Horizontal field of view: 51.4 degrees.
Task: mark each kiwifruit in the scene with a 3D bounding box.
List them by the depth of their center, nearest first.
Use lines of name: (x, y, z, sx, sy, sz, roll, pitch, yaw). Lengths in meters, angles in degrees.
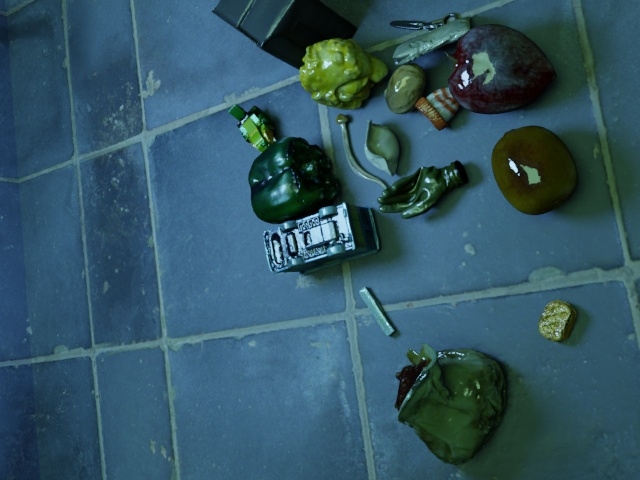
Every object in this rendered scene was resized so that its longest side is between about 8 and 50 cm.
kiwifruit: (0.544, -0.186, 1.715, 0.196, 0.196, 0.234, -38, 71, 24)

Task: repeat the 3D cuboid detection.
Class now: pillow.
pillow: (0.318, -0.567, 1.885, 0.229, 0.148, 0.050, -17, 121, 19)

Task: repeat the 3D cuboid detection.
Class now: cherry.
cherry: (0.469, -0.448, 1.765, 0.300, 0.203, 0.230, 12, 88, 15)

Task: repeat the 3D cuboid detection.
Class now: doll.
doll: (-0.210, -0.365, 2.215, 0.106, 0.134, 0.186, -40, 74, 21)

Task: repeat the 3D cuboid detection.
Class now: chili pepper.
chili pepper: (-0.094, -0.173, 2.091, 0.256, 0.233, 0.249, -25, 59, 37)

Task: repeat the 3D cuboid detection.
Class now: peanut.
peanut: (0.250, -0.442, 1.934, 0.109, 0.159, 0.141, 12, 76, -7)

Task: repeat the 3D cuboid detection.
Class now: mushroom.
mushroom: (0.117, -0.260, 2.070, 0.068, 0.043, 0.306, -45, 66, 49)

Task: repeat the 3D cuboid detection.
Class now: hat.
hat: (0.364, -0.401, 1.896, 0.162, 0.093, 0.112, -41, 90, 16)

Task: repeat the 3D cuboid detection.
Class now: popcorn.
popcorn: (0.068, -0.514, 2.012, 0.266, 0.233, 0.192, 0, 56, -4)

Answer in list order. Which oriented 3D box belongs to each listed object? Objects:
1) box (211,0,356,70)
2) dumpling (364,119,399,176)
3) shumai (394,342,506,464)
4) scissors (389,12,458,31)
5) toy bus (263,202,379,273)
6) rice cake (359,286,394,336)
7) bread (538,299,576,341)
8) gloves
box: (-0.105, -0.678, 2.049, 0.251, 0.345, 0.204, 43, 107, 27)
dumpling: (0.174, -0.276, 1.976, 0.099, 0.134, 0.169, 2, 91, 31)
shumai: (0.311, 0.441, 1.762, 0.292, 0.288, 0.330, 7, 89, 30)
scissors: (0.304, -0.640, 1.987, 0.220, 0.017, 0.088, 17, 97, 32)
toy bus: (0.000, 0.000, 2.033, 0.312, 0.190, 0.152, -18, 79, 29)
rice cake: (0.172, 0.214, 2.012, 0.033, 0.029, 0.171, -39, 68, 20)
bread: (0.615, 0.209, 1.733, 0.083, 0.044, 0.111, 25, 103, 31)
gloves: (0.292, -0.145, 1.915, 0.268, 0.107, 0.135, -20, 71, 11)
